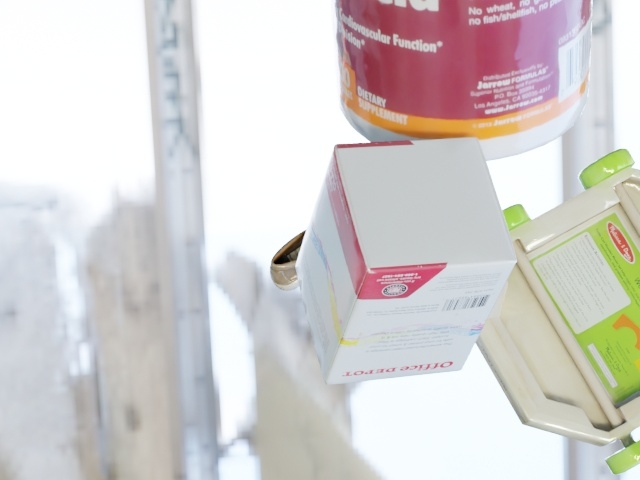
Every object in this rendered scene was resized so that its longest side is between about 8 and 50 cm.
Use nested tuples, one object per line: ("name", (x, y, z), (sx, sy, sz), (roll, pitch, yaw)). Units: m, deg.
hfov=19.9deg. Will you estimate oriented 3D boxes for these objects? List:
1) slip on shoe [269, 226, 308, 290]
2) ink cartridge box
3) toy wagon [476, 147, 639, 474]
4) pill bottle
("slip on shoe", (0.000, 0.000, 1.986), (0.135, 0.041, 0.051), (-34, -127, -11))
("ink cartridge box", (0.065, 0.019, 1.501), (0.128, 0.127, 0.176), (-4, 146, -17))
("toy wagon", (0.316, 0.047, 1.736), (0.344, 0.267, 0.068), (-28, 172, -10))
("pill bottle", (0.113, -0.280, 1.499), (0.224, 0.392, 0.224), (-3, -145, 2))
